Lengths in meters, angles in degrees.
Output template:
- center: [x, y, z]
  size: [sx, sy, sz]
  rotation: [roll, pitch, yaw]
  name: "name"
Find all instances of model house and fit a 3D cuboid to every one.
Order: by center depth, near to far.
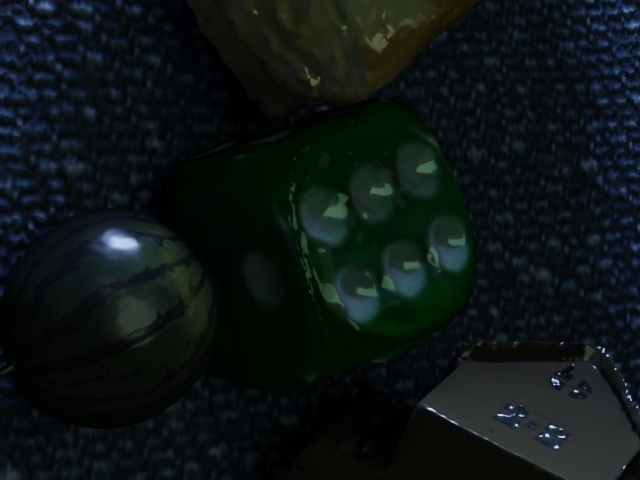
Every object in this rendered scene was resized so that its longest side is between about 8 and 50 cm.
- center: [0.098, 0.127, 1.090]
  size: [0.248, 0.176, 0.181]
  rotation: [-29, 144, -61]
  name: "model house"

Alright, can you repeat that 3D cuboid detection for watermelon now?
- center: [-0.113, 0.044, 0.942]
  size: [0.133, 0.105, 0.105]
  rotation: [-31, 104, -24]
  name: "watermelon"

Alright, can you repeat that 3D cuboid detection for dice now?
- center: [0.000, 0.000, 1.030]
  size: [0.128, 0.120, 0.131]
  rotation: [-22, 96, -39]
  name: "dice"

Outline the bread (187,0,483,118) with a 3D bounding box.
- center: [0.054, -0.254, 1.085]
  size: [0.375, 0.165, 0.236]
  rotation: [-42, 107, -34]
  name: "bread"
